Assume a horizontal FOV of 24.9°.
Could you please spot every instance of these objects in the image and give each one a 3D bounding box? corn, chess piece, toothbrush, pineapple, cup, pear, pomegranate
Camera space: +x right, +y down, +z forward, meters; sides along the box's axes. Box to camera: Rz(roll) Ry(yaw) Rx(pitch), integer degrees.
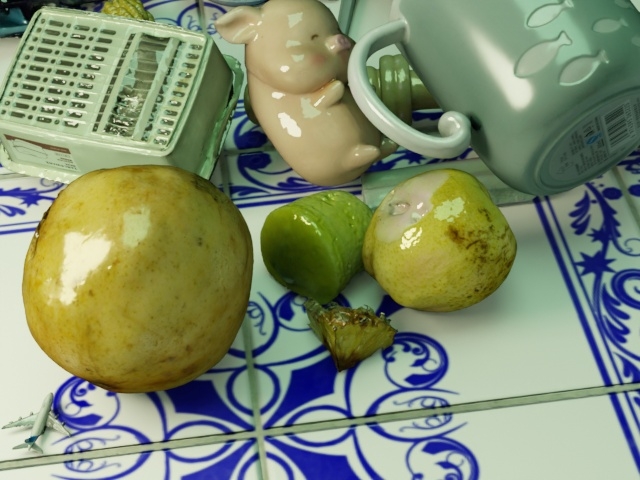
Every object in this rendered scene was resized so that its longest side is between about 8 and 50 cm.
[{"bbox_3d":[-0.244,-0.255,2.031,0.086,0.086,0.288,-19,45,-18],"label":"corn"},{"bbox_3d":[0.096,-0.201,1.933,0.397,0.117,0.117,-4,41,1],"label":"chess piece"},{"bbox_3d":[0.031,-0.308,2.118,0.025,0.030,0.342,7,40,4],"label":"toothbrush"},{"bbox_3d":[0.020,0.101,1.633,0.114,0.077,0.114,8,14,-44],"label":"pineapple"},{"bbox_3d":[0.215,-0.198,1.703,0.357,0.259,0.274,-23,62,-21],"label":"cup"},{"bbox_3d":[0.131,0.004,1.649,0.178,0.178,0.178,-2,41,1],"label":"pear"},{"bbox_3d":[-0.191,0.041,1.558,0.260,0.260,0.260,-2,41,1],"label":"pomegranate"}]

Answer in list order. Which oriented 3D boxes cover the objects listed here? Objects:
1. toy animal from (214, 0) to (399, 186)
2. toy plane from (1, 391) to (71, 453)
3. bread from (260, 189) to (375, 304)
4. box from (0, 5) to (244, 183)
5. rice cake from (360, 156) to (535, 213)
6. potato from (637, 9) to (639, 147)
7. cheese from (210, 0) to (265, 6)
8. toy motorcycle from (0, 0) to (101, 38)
[{"bbox_3d":[-0.013,-0.188,1.811,0.154,0.250,0.166,-20,1,22],"label":"toy animal"},{"bbox_3d":[-0.302,0.197,1.558,0.078,0.024,0.084,5,35,10],"label":"toy plane"},{"bbox_3d":[0.000,0.000,1.713,0.129,0.111,0.114,33,44,29],"label":"bread"},{"bbox_3d":[-0.253,-0.165,1.829,0.290,0.166,0.220,12,69,16],"label":"box"},{"bbox_3d":[0.158,-0.070,1.828,0.222,0.042,0.080,-9,43,-6],"label":"rice cake"},{"bbox_3d":[0.392,-0.220,1.902,0.197,0.148,0.228,-30,60,-34],"label":"potato"},{"bbox_3d":[-0.099,-0.401,2.210,0.245,0.052,0.135,-2,43,-15],"label":"cheese"},{"bbox_3d":[-0.466,-0.399,2.152,0.416,0.172,0.232,-14,29,-24],"label":"toy motorcycle"}]
